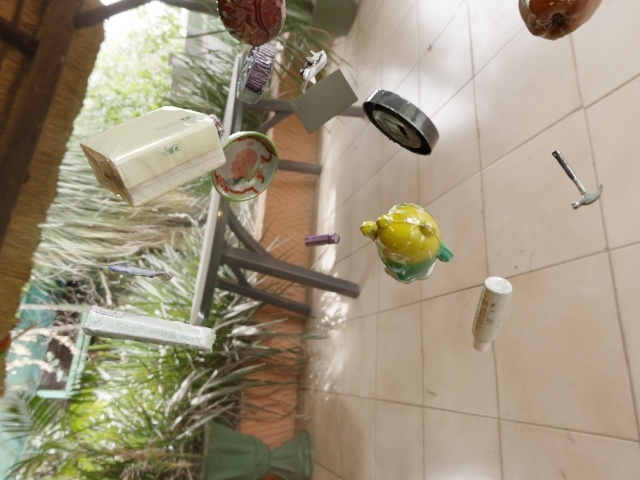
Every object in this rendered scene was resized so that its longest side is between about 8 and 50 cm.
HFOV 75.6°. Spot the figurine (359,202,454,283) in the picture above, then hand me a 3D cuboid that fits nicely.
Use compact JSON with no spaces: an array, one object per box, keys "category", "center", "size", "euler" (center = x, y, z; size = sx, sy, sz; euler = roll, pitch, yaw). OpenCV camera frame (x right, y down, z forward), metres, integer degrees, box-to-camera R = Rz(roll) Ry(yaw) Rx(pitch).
[{"category":"figurine","center":[0.310,0.015,1.476],"size":[0.340,0.323,0.232],"euler":[61,-138,-58]}]

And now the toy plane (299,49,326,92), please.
[{"category":"toy plane","center":[-0.022,-0.556,1.318],"size":[0.162,0.065,0.171],"euler":[-47,23,53]}]

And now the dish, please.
[{"category":"dish","center":[-0.352,-0.340,1.817],"size":[0.124,0.324,0.324],"euler":[42,126,37]}]

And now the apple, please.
[{"category":"apple","center":[0.470,-0.487,0.801],"size":[0.147,0.155,0.158],"euler":[57,-135,-54]}]

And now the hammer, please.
[{"category":"hammer","center":[0.842,-0.219,1.372],"size":[0.103,0.029,0.247],"euler":[-27,50,26]}]

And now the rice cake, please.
[{"category":"rice cake","center":[-0.283,0.153,0.698],"size":[0.034,0.210,0.043],"euler":[127,152,-52]}]

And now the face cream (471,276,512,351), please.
[{"category":"face cream","center":[0.524,0.239,1.286],"size":[0.082,0.081,0.269],"euler":[-106,12,-54]}]

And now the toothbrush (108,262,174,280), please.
[{"category":"toothbrush","center":[-0.558,0.103,1.313],"size":[0.035,0.042,0.413],"euler":[63,178,9]}]

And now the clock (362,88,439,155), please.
[{"category":"clock","center":[0.361,-0.528,1.860],"size":[0.076,0.386,0.386],"euler":[-53,20,1]}]

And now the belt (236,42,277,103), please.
[{"category":"belt","center":[-0.306,-0.771,1.910],"size":[0.324,0.122,0.261],"euler":[-6,71,63]}]

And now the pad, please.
[{"category":"pad","center":[0.015,-0.598,1.775],"size":[0.265,0.160,0.009],"euler":[-34,14,0]}]

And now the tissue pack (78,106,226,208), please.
[{"category":"tissue pack","center":[-0.573,-0.304,1.435],"size":[0.297,0.380,0.207],"euler":[24,138,36]}]

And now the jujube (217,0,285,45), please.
[{"category":"jujube","center":[-0.207,-0.742,1.242],"size":[0.342,0.216,0.217],"euler":[97,180,-80]}]

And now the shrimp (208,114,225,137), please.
[{"category":"shrimp","center":[-0.461,-0.501,1.820],"size":[0.190,0.074,0.073],"euler":[48,116,33]}]

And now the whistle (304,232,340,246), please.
[{"category":"whistle","center":[0.000,0.000,1.213],"size":[0.176,0.033,0.033],"euler":[-7,74,59]}]
